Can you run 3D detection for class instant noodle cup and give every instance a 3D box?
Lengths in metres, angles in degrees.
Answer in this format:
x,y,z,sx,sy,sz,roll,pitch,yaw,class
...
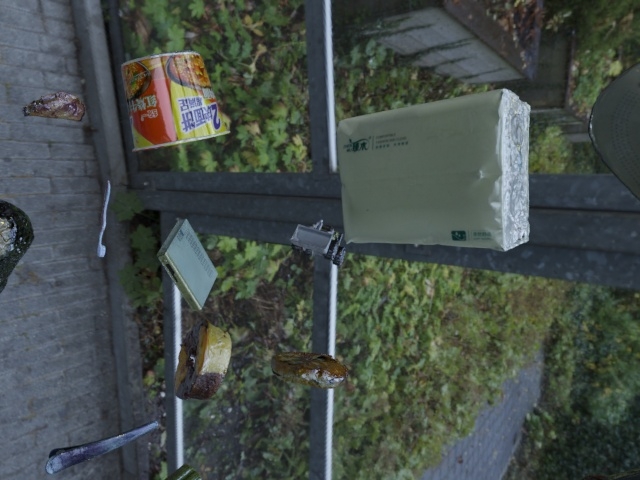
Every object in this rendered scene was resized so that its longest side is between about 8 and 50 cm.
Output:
x,y,z,sx,sy,sz,roll,pitch,yaw,class
-0.311,-0.291,0.931,0.213,0.213,0.174,-30,114,-48,instant noodle cup

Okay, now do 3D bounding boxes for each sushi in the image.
x,y,z,sx,sy,sz,roll,pitch,yaw,class
-0.867,0.049,1.073,0.211,0.171,0.350,43,86,-8,sushi

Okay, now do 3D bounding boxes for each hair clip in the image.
x,y,z,sx,sy,sz,roll,pitch,yaw,class
-0.576,0.548,1.191,0.275,0.083,0.048,-10,88,-25,hair clip

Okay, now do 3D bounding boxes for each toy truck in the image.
x,y,z,sx,sy,sz,roll,pitch,yaw,class
0.000,0.000,1.310,0.286,0.136,0.111,36,70,-76,toy truck

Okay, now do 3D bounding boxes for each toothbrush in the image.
x,y,z,sx,sy,sz,roll,pitch,yaw,class
-0.538,-0.055,1.108,0.019,0.013,0.193,9,84,-64,toothbrush

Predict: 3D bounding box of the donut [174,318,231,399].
x,y,z,sx,sy,sz,roll,pitch,yaw,class
-0.195,0.198,0.736,0.059,0.140,0.141,22,76,-26,donut

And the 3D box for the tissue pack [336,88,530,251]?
x,y,z,sx,sy,sz,roll,pitch,yaw,class
0.235,-0.134,0.953,0.207,0.380,0.297,-9,97,-49,tissue pack

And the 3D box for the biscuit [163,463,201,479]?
x,y,z,sx,sy,sz,roll,pitch,yaw,class
-0.530,0.851,1.454,0.322,0.099,0.038,-19,130,-59,biscuit

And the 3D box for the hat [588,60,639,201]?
x,y,z,sx,sy,sz,roll,pitch,yaw,class
0.398,-0.115,0.414,0.245,0.214,0.149,59,3,21,hat

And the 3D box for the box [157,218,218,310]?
x,y,z,sx,sy,sz,roll,pitch,yaw,class
-0.456,0.083,1.545,0.211,0.045,0.270,-79,156,-48,box

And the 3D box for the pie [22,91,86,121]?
x,y,z,sx,sy,sz,roll,pitch,yaw,class
-0.668,-0.340,1.132,0.034,0.092,0.170,50,27,7,pie

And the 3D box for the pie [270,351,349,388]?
x,y,z,sx,sy,sz,roll,pitch,yaw,class
-0.044,0.452,1.562,0.308,0.308,0.086,9,84,-53,pie

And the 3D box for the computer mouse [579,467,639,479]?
x,y,z,sx,sy,sz,roll,pitch,yaw,class
0.260,0.335,0.498,0.168,0.087,0.295,16,114,-45,computer mouse
